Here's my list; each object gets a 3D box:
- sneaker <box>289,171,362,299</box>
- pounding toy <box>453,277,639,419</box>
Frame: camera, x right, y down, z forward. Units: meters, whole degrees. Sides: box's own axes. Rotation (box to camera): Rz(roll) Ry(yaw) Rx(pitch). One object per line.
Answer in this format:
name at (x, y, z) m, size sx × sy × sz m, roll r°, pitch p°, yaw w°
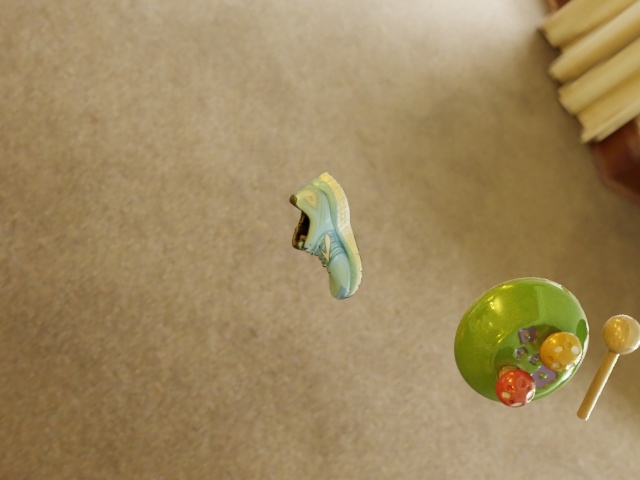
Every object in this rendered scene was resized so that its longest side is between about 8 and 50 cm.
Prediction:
sneaker at (0.000, 0.000, 1.451) m, size 0.063 × 0.073 × 0.162 m, roll -135°, pitch -154°, yaw -60°
pounding toy at (0.297, 0.160, 1.597) m, size 0.237 × 0.182 × 0.110 m, roll 17°, pitch 21°, yaw -16°
